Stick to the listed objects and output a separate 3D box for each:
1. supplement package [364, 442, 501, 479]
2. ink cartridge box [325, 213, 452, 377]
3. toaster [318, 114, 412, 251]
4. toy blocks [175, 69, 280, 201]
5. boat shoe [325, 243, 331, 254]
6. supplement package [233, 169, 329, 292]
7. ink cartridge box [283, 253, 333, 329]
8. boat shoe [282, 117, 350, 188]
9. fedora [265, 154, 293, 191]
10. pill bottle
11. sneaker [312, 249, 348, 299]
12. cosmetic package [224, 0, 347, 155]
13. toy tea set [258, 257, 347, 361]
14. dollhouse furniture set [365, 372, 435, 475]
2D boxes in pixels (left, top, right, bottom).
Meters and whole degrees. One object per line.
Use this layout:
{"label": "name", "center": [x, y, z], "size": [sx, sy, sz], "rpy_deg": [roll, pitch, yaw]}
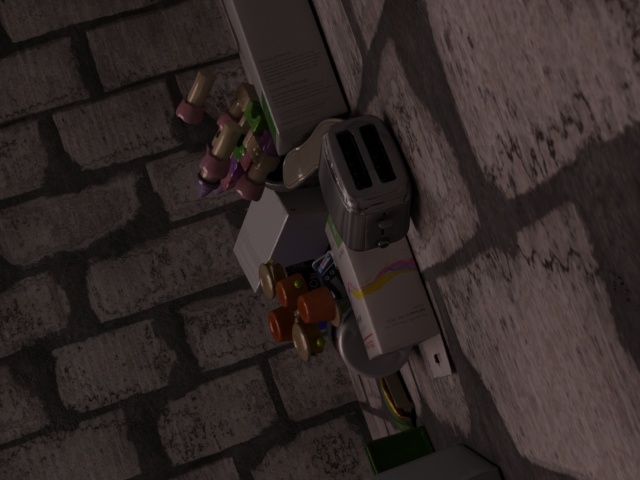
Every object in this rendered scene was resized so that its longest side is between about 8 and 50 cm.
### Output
{"label": "supplement package", "center": [0.211, 0.479, 1.536], "size": [0.262, 0.204, 0.145], "rpy_deg": [141, 110, -84]}
{"label": "ink cartridge box", "center": [0.121, 0.105, 1.626], "size": [0.207, 0.119, 0.353], "rpy_deg": [101, 150, -78]}
{"label": "toaster", "center": [0.071, -0.104, 1.426], "size": [0.146, 0.129, 0.226], "rpy_deg": [93, 160, -65]}
{"label": "toy blocks", "center": [-0.175, -0.193, 2.024], "size": [0.260, 0.309, 0.288], "rpy_deg": [-60, 38, 28]}
{"label": "boat shoe", "center": [0.000, 0.000, 2.488], "size": [0.116, 0.123, 0.324], "rpy_deg": [75, 176, -48]}
{"label": "supplement package", "center": [-0.090, -0.025, 2.322], "size": [0.177, 0.175, 0.292], "rpy_deg": [60, 140, 36]}
{"label": "ink cartridge box", "center": [0.036, 0.127, 2.090], "size": [0.045, 0.206, 0.208], "rpy_deg": [-111, 4, -61]}
{"label": "boat shoe", "center": [0.027, -0.170, 1.723], "size": [0.335, 0.096, 0.112], "rpy_deg": [162, 104, -64]}
{"label": "fedora", "center": [-0.085, -0.258, 2.198], "size": [0.124, 0.244, 0.275], "rpy_deg": [0, -116, -65]}
{"label": "pill bottle", "center": [0.100, 0.199, 1.931], "size": [0.283, 0.161, 0.161], "rpy_deg": [-149, 40, -81]}
{"label": "sneaker", "center": [0.047, -0.004, 1.816], "size": [0.099, 0.153, 0.282], "rpy_deg": [-122, 15, -67]}
{"label": "cosmetic package", "center": [-0.075, -0.384, 1.783], "size": [0.197, 0.155, 0.365], "rpy_deg": [101, 149, -81]}
{"label": "toy tea set", "center": [-0.022, 0.151, 1.910], "size": [0.336, 0.124, 0.199], "rpy_deg": [-156, 55, -64]}
{"label": "dollhouse furniture set", "center": [0.170, 0.481, 2.205], "size": [0.197, 0.151, 0.301], "rpy_deg": [79, 171, -53]}
